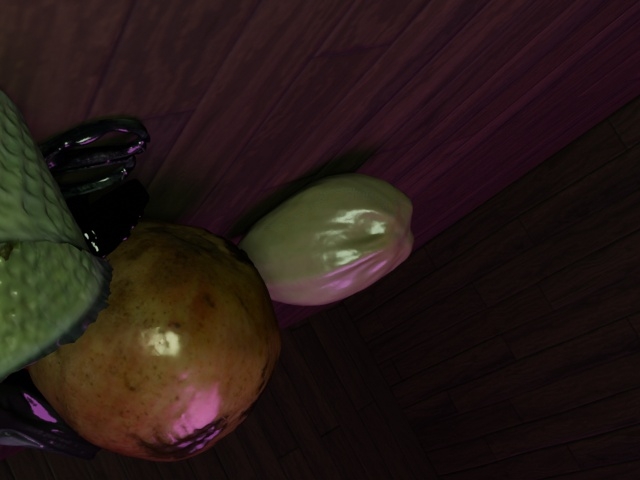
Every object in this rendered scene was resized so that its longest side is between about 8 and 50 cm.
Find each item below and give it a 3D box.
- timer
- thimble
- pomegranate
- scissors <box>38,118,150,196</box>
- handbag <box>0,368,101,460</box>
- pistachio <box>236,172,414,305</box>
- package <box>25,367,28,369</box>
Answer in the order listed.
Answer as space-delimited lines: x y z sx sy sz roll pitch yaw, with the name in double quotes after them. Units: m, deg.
-0.249 0.000 0.686 0.144 0.055 0.187 -31 -162 7 "timer"
-0.294 0.018 0.474 0.271 0.150 0.271 -28 165 -9 "thimble"
-0.201 0.116 0.867 0.322 0.322 0.322 -28 170 -5 "pomegranate"
-0.283 -0.054 0.595 0.300 0.022 0.109 -19 163 -43 "scissors"
-0.390 0.183 0.847 0.075 0.192 0.332 -53 157 -12 "handbag"
0.000 0.000 1.189 0.332 0.208 0.226 -24 -145 10 "pistachio"
-0.620 0.283 1.262 0.269 0.071 0.194 -45 168 15 "package"
